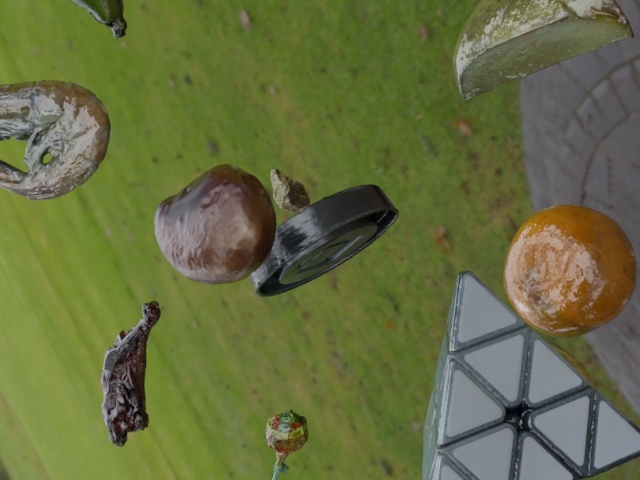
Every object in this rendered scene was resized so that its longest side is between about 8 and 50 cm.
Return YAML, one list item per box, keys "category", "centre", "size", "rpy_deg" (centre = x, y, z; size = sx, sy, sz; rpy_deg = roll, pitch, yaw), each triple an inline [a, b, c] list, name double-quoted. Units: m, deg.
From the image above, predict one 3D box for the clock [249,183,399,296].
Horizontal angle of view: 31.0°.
- category: "clock"
  centre: [0.000, 0.000, 1.287]
  size: [0.040, 0.185, 0.184]
  rpy_deg: [59, 156, 12]

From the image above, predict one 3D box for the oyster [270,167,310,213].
- category: "oyster"
  centre: [-0.050, -0.077, 1.914]
  size: [0.093, 0.051, 0.034]
  rpy_deg: [32, 160, -23]

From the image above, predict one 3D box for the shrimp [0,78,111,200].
- category: "shrimp"
  centre: [-0.321, -0.104, 1.192]
  size: [0.047, 0.224, 0.126]
  rpy_deg: [28, -115, -73]

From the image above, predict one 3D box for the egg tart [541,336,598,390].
- category: "egg tart"
  centre: [0.279, 0.228, 1.607]
  size: [0.252, 0.232, 0.098]
  rpy_deg: [-98, 22, -44]

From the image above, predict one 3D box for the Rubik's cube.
- category: "Rubik's cube"
  centre: [0.203, 0.213, 1.360]
  size: [0.233, 0.229, 0.228]
  rpy_deg: [28, -160, -49]

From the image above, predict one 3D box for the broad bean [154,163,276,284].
- category: "broad bean"
  centre: [-0.095, -0.014, 1.092]
  size: [0.165, 0.084, 0.114]
  rpy_deg: [-19, 79, 58]

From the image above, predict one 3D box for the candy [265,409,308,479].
- category: "candy"
  centre: [-0.062, 0.327, 1.644]
  size: [0.060, 0.060, 0.201]
  rpy_deg: [42, 130, 39]

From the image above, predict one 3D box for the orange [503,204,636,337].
- category: "orange"
  centre: [0.429, 0.054, 1.972]
  size: [0.240, 0.171, 0.240]
  rpy_deg: [-17, 67, 47]

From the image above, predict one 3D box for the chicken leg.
- category: "chicken leg"
  centre: [-0.252, 0.175, 1.531]
  size: [0.089, 0.048, 0.219]
  rpy_deg: [21, 106, 37]

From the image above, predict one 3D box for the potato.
- category: "potato"
  centre: [0.298, -0.323, 1.750]
  size: [0.112, 0.255, 0.269]
  rpy_deg: [46, -169, -34]

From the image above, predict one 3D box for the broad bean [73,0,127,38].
- category: "broad bean"
  centre: [-0.260, -0.283, 1.140]
  size: [0.070, 0.048, 0.213]
  rpy_deg: [-19, 132, 30]
